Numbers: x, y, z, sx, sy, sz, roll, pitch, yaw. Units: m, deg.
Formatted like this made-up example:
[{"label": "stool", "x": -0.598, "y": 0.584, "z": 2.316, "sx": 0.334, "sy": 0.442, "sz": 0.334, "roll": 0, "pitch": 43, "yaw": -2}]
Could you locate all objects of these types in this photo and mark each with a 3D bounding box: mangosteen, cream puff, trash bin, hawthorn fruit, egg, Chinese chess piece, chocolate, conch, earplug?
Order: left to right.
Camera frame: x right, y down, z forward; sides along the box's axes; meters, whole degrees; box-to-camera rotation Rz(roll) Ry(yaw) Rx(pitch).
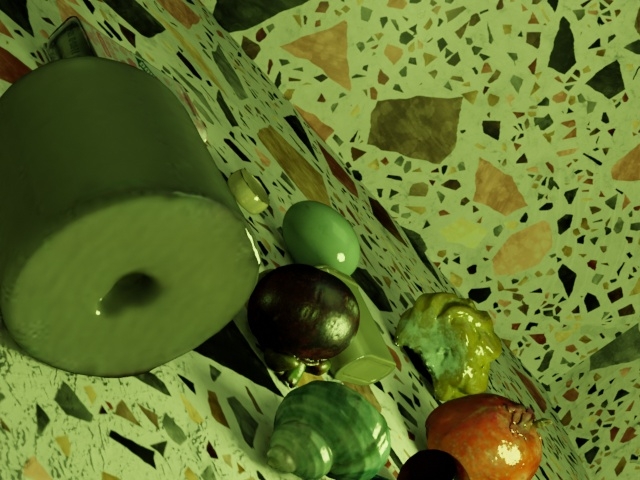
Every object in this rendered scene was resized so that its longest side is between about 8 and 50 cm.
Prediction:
[{"label": "earplug", "x": -0.288, "y": -0.060, "z": 1.210, "sx": 0.313, "sy": 0.313, "sz": 0.394, "roll": 38, "pitch": 17, "yaw": -46}, {"label": "Chinese chess piece", "x": -0.180, "y": -0.122, "z": 2.273, "sx": 0.122, "sy": 0.051, "sz": 0.122, "roll": 50, "pitch": 12, "yaw": -14}, {"label": "mangosteen", "x": -0.042, "y": 0.152, "z": 1.727, "sx": 0.216, "sy": 0.216, "sz": 0.216, "roll": 48, "pitch": 14, "yaw": -16}, {"label": "egg", "x": 0.000, "y": 0.000, "z": 2.291, "sx": 0.231, "sy": 0.168, "sz": 0.168, "roll": 49, "pitch": 13, "yaw": 7}, {"label": "conch", "x": 0.012, "y": 0.319, "z": 1.506, "sx": 0.277, "sy": 0.220, "sz": 0.195, "roll": -19, "pitch": 106, "yaw": -52}, {"label": "trash bin", "x": 0.050, "y": 0.194, "z": 2.063, "sx": 0.243, "sy": 0.121, "sz": 0.247, "roll": 30, "pitch": 28, "yaw": -59}, {"label": "chocolate", "x": 0.223, "y": 0.504, "z": 1.777, "sx": 0.177, "sy": 0.177, "sz": 0.176, "roll": 48, "pitch": 14, "yaw": -16}, {"label": "cream puff", "x": 0.388, "y": 0.289, "z": 2.614, "sx": 0.323, "sy": 0.274, "sz": 0.270, "roll": 57, "pitch": 23, "yaw": 9}, {"label": "hawthorn fruit", "x": 0.407, "y": 0.475, "z": 2.130, "sx": 0.276, "sy": 0.307, "sz": 0.276, "roll": 45, "pitch": 29, "yaw": -33}]

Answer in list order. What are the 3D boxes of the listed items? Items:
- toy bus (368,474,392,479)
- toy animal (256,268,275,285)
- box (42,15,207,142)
[{"label": "toy bus", "x": 0.092, "y": 0.467, "z": 1.497, "sx": 0.090, "sy": 0.106, "sz": 0.185, "roll": 21, "pitch": 12, "yaw": 6}, {"label": "toy animal", "x": -0.076, "y": 0.098, "z": 1.902, "sx": 0.103, "sy": 0.101, "sz": 0.219, "roll": 55, "pitch": 17, "yaw": 24}, {"label": "box", "x": -0.404, "y": -0.311, "z": 1.910, "sx": 0.370, "sy": 0.112, "sz": 0.190, "roll": 26, "pitch": 28, "yaw": -57}]
